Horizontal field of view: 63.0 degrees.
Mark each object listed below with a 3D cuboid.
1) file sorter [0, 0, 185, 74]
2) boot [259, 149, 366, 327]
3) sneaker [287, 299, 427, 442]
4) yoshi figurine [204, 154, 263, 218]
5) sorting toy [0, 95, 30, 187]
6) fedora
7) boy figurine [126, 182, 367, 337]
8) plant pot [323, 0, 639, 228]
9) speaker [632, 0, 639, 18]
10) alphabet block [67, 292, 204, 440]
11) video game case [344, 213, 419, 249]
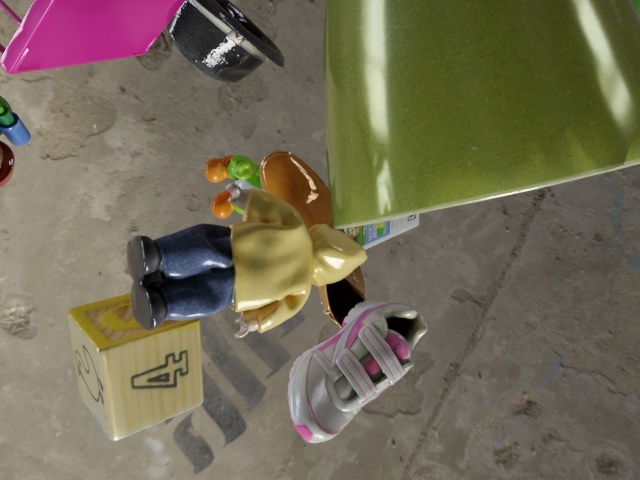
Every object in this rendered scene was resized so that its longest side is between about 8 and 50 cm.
[{"bbox_3d":[-0.324,-0.376,0.697,0.202,0.290,0.182,-38,98,27],"label":"file sorter"},{"bbox_3d":[-0.001,0.001,0.846,0.104,0.211,0.295,-29,113,4],"label":"boot"},{"bbox_3d":[0.055,0.155,0.687,0.111,0.252,0.103,-26,105,47],"label":"sneaker"},{"bbox_3d":[-0.144,-0.088,1.236,0.362,0.204,0.202,18,85,37],"label":"yoshi figurine"},{"bbox_3d":[-0.266,-0.087,0.406,0.061,0.042,0.101,-17,70,-15],"label":"sorting toy"},{"bbox_3d":[-0.251,-0.490,1.265,0.334,0.334,0.152,45,107,0],"label":"fedora"},{"bbox_3d":[-0.074,0.019,0.619,0.285,0.092,0.177,-11,93,-33],"label":"boy figurine"},{"bbox_3d":[0.110,-0.182,0.433,0.275,0.275,0.293,-14,93,5],"label":"plant pot"},{"bbox_3d":[0.453,-0.276,0.826,0.131,0.131,0.296,19,81,3],"label":"speaker"},{"bbox_3d":[-0.356,0.228,1.016,0.192,0.194,0.197,22,118,44],"label":"alphabet block"},{"bbox_3d":[0.122,-0.156,1.088,0.036,0.300,0.328,13,113,38],"label":"video game case"}]
